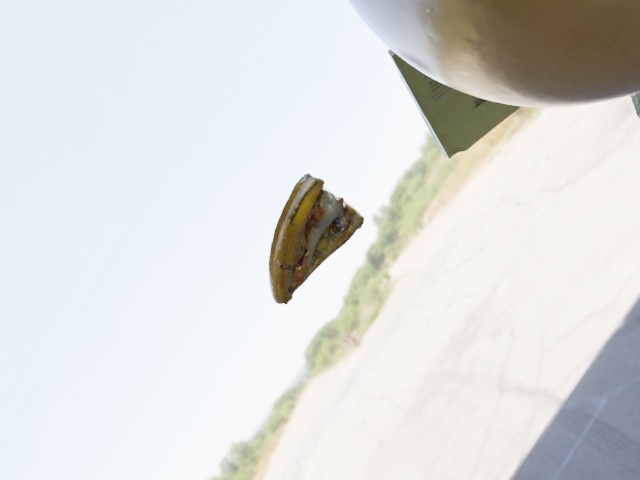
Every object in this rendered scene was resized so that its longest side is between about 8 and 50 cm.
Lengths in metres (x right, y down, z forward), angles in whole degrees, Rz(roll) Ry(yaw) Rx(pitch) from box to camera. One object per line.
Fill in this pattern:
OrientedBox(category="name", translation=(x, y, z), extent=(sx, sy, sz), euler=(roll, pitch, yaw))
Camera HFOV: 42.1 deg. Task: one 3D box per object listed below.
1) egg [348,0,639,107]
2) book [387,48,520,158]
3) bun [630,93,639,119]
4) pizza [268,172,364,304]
OrientedBox(category="egg", translation=(0.148, -0.248, 0.409), extent=(0.374, 0.301, 0.301), euler=(-56, -4, 23))
OrientedBox(category="book", translation=(0.190, -0.212, 1.035), extent=(0.168, 0.013, 0.192), euler=(-38, -49, 0))
OrientedBox(category="bun", translation=(0.357, -0.139, 0.634), extent=(0.220, 0.220, 0.134), euler=(-54, -23, -26))
OrientedBox(category="pizza", translation=(0.000, 0.000, 1.070), extent=(0.176, 0.036, 0.185), euler=(-4, -57, -51))
